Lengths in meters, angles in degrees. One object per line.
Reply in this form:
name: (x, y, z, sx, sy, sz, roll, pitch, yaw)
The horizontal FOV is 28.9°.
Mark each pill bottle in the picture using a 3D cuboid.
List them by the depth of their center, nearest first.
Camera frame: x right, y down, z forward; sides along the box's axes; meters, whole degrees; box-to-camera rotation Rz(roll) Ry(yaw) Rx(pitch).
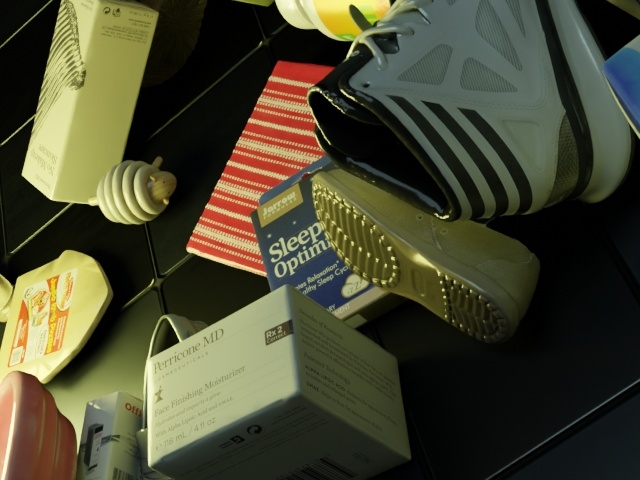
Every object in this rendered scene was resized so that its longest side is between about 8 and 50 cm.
pill bottle: (0.063, -0.300, 1.432, 0.245, 0.136, 0.136, 6, 67, 45)

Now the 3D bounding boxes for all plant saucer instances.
plant saucer: (-0.339, 0.310, 1.340, 0.332, 0.084, 0.332, -164, 90, -71)

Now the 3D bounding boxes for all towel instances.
towel: (-0.033, -0.087, 1.454, 0.198, 0.031, 0.275, 15, 75, 45)

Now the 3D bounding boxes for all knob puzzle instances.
knob puzzle: (-0.333, 0.099, 1.599, 0.213, 0.030, 0.213, -24, 48, 29)

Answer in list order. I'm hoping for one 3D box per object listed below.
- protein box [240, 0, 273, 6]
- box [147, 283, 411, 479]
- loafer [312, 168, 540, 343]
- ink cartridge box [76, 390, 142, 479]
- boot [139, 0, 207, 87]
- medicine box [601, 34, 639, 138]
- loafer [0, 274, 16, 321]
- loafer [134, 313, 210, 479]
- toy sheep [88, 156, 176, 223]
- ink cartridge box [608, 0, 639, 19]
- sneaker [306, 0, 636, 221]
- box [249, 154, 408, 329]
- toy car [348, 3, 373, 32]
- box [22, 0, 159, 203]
protein box: (-0.063, -0.414, 1.554, 0.201, 0.200, 0.136, -38, 86, 17)
box: (-0.040, 0.159, 1.171, 0.181, 0.182, 0.119, -30, 46, 25)
loafer: (0.102, 0.003, 1.205, 0.092, 0.102, 0.268, -36, 55, -28)
ink cartridge box: (-0.209, 0.244, 1.330, 0.056, 0.099, 0.135, -21, 49, 33)
boot: (-0.244, -0.380, 1.766, 0.236, 0.089, 0.269, -57, 43, 23)
medicine box: (0.399, -0.100, 0.884, 0.289, 0.263, 0.149, -38, 43, 17)
loafer: (-0.462, 0.068, 1.725, 0.148, 0.050, 0.056, 25, 81, 49)
loafer: (-0.148, 0.226, 1.276, 0.112, 0.111, 0.320, -22, 50, 26)
toy sheep: (-0.241, -0.062, 1.587, 0.132, 0.091, 0.091, -15, 53, 29)
ink cartridge box: (0.397, -0.321, 1.115, 0.285, 0.166, 0.395, -48, 41, 6)
sneaker: (0.093, -0.221, 1.148, 0.448, 0.257, 0.169, 69, 156, 19)
box: (0.000, 0.000, 1.333, 0.136, 0.036, 0.225, -31, 51, 18)
toy car: (0.074, -0.151, 1.277, 0.148, 0.188, 0.155, -17, 52, 34)
box: (-0.310, -0.194, 1.657, 0.113, 0.094, 0.275, 31, 110, 49)
